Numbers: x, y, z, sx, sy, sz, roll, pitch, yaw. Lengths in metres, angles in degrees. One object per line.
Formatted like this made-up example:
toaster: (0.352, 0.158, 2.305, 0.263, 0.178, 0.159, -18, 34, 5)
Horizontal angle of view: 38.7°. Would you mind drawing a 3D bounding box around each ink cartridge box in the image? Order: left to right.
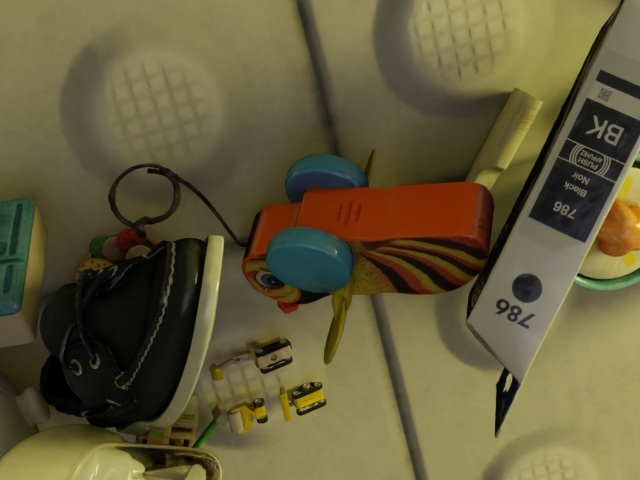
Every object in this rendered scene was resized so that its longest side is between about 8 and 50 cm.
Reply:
ink cartridge box: (0.185, -0.020, 0.723, 0.065, 0.165, 0.332, 24, 98, 8)

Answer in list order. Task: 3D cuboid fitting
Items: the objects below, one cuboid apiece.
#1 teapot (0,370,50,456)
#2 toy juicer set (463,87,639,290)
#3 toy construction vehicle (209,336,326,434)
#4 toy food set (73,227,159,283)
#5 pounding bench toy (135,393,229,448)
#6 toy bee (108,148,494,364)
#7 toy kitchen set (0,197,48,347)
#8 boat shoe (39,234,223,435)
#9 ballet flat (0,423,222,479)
teapot: (-0.319, 0.172, 0.757, 0.187, 0.252, 0.256, -29, 125, -10)
toy juicer set: (0.270, -0.053, 0.825, 0.329, 0.089, 0.209, 2, 112, -9)
toy construction vehicle: (-0.051, 0.137, 0.879, 0.098, 0.035, 0.086, -22, 113, -16)
toy food set: (-0.175, 0.028, 0.825, 0.083, 0.020, 0.082, 29, 104, -18)
pounding bench toy: (-0.134, 0.189, 0.879, 0.083, 0.052, 0.065, 8, 110, -12)
toy bee: (0.000, 0.000, 0.783, 0.195, 0.298, 0.162, -55, 153, -24)
toy kitchen set: (-0.330, -0.004, 0.663, 0.207, 0.122, 0.166, -10, 136, -1)
boat shoe: (-0.162, 0.075, 0.710, 0.113, 0.340, 0.127, 16, 69, -16)
ballet flat: (-0.158, 0.195, 0.736, 0.086, 0.248, 0.086, -5, 78, 23)
